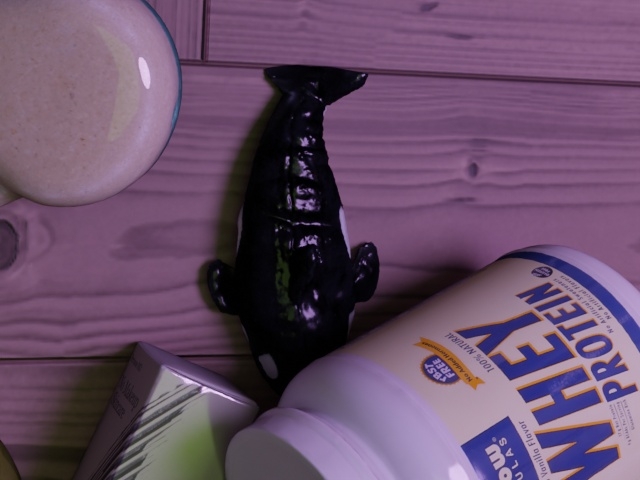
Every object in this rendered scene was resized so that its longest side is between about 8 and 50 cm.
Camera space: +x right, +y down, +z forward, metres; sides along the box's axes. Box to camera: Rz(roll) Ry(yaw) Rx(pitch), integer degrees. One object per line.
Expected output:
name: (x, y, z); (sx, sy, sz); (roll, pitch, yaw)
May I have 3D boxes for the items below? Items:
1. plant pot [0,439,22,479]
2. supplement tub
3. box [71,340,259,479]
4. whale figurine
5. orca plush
plant pot: (-0.328, 0.260, 1.059); (0.275, 0.293, 0.274); (-3, 99, -18)
supplement tub: (0.111, 0.165, 1.188); (0.325, 0.235, 0.235); (-27, 106, -30)
box: (-0.158, 0.230, 1.211); (0.094, 0.113, 0.275); (25, 88, -19)
whale figurine: (-0.238, -0.130, 1.136); (0.272, 0.141, 0.216); (12, 102, 4)
orca plush: (0.000, 0.000, 1.233); (0.151, 0.102, 0.287); (14, 93, -20)
